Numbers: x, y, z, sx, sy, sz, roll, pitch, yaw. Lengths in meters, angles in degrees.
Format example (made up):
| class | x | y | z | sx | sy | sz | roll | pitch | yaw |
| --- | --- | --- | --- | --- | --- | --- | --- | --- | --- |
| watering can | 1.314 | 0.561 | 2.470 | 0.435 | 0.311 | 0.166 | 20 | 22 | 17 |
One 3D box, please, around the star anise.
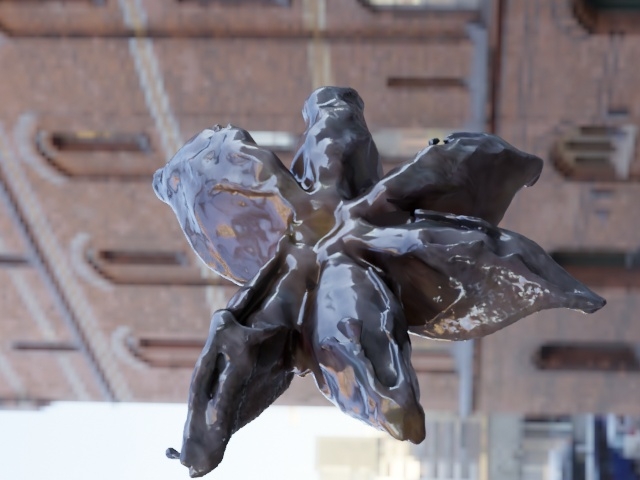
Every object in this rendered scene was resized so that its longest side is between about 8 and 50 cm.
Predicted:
| class | x | y | z | sx | sy | sz | roll | pitch | yaw |
| --- | --- | --- | --- | --- | --- | --- | --- | --- | --- |
| star anise | 0.017 | -0.001 | 0.669 | 0.208 | 0.171 | 0.063 | -101 | 0 | -52 |
